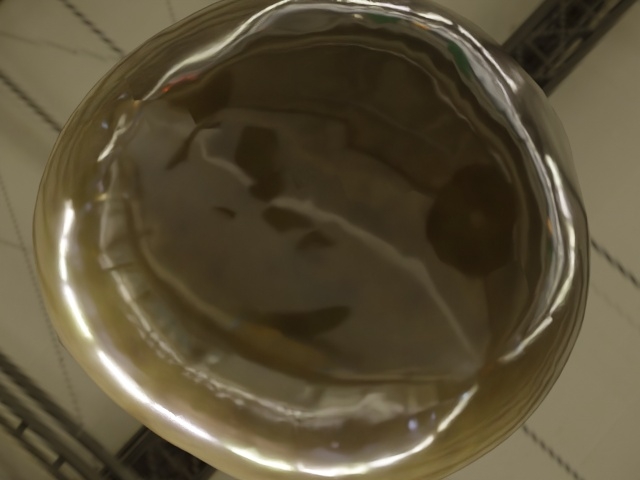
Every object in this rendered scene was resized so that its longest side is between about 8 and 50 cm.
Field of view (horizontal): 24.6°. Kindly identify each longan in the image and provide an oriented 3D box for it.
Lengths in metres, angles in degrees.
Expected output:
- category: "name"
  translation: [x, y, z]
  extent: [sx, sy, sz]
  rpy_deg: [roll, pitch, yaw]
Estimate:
- category: "longan"
  translation: [0.000, 0.000, 0.846]
  extent: [0.319, 0.319, 0.319]
  rpy_deg: [6, -110, -17]
